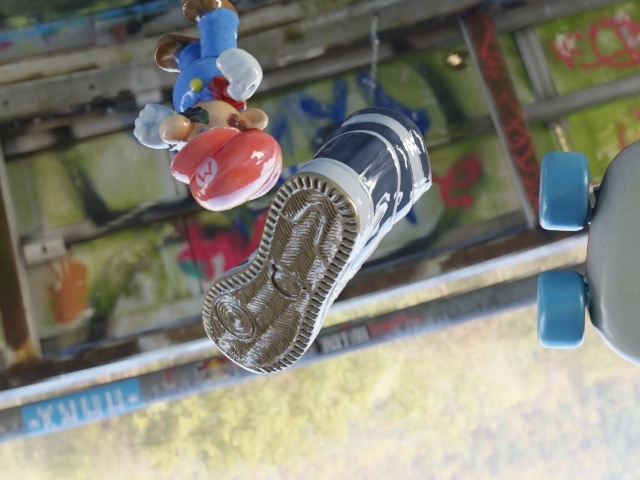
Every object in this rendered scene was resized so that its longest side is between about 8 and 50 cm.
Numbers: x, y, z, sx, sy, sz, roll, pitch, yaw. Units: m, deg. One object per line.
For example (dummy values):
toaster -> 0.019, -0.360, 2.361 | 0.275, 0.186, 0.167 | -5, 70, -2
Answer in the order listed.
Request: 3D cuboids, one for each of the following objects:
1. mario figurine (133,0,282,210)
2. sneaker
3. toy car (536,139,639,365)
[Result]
mario figurine -> -0.151, -0.171, 1.407 | 0.170, 0.320, 0.198 | -13, 138, -4
sneaker -> 0.000, 0.000, 1.012 | 0.153, 0.099, 0.282 | -48, 175, -40
toy car -> 0.320, 0.009, 1.145 | 0.219, 0.210, 0.238 | 1, -179, 9
